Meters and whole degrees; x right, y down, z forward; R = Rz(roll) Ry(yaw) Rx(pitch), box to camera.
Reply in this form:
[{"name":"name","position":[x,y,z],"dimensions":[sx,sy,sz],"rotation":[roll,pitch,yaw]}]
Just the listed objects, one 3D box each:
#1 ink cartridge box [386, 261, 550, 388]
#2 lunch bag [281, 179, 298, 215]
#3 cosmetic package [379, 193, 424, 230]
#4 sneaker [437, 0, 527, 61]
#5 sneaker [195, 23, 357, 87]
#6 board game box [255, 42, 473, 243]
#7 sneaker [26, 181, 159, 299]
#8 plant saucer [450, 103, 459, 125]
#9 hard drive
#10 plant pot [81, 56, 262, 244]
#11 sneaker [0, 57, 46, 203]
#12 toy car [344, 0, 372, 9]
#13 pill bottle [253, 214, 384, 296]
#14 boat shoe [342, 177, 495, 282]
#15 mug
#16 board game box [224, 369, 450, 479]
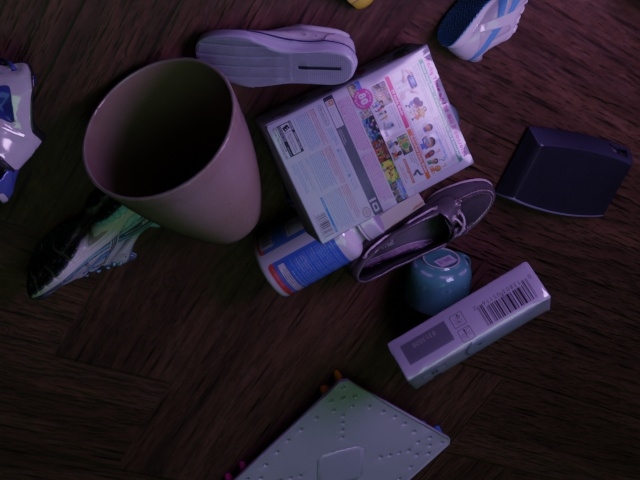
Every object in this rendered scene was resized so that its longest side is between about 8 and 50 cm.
[{"name":"ink cartridge box","position":[0.309,0.197,2.002],"dimensions":[0.308,0.091,0.385],"rotation":[-32,159,3]},{"name":"lunch bag","position":[-0.028,-0.088,1.763],"dimensions":[0.067,0.098,0.065],"rotation":[-31,127,9]},{"name":"cosmetic package","position":[0.131,-0.064,1.869],"dimensions":[0.115,0.060,0.041],"rotation":[-33,131,6]},{"name":"sneaker","position":[0.303,-0.400,1.676],"dimensions":[0.228,0.087,0.092],"rotation":[-43,136,22]},{"name":"sneaker","position":[-0.069,-0.302,1.600],"dimensions":[0.258,0.091,0.094],"rotation":[7,130,-1]},{"name":"board game box","position":[0.076,-0.167,1.676],"dimensions":[0.303,0.097,0.224],"rotation":[-27,108,-9]},{"name":"sneaker","position":[-0.381,0.018,1.701],"dimensions":[0.283,0.110,0.122],"rotation":[-40,132,11]},{"name":"plant saucer","position":[0.202,-0.199,1.819],"dimensions":[0.119,0.021,0.119],"rotation":[-11,128,-14]},{"name":"hard drive","position":[0.487,-0.127,1.962],"dimensions":[0.254,0.054,0.172],"rotation":[8,122,-26]},{"name":"plant pot","position":[-0.202,-0.112,1.610],"dimensions":[0.256,0.256,0.274],"rotation":[-31,147,3]},{"name":"sneaker","position":[-0.525,-0.224,1.464],"dimensions":[0.315,0.127,0.182],"rotation":[47,72,-21]},{"name":"toy car","position":[0.007,-0.464,1.526],"dimensions":[0.239,0.053,0.225],"rotation":[2,124,-23]},{"name":"pill bottle","position":[0.000,0.000,1.806],"dimensions":[0.221,0.124,0.124],"rotation":[-29,131,12]},{"name":"boat shoe","position":[0.196,-0.010,1.909],"dimensions":[0.335,0.095,0.112],"rotation":[-24,130,-3]},{"name":"mug","position":[0.235,0.066,1.974],"dimensions":[0.129,0.158,0.097],"rotation":[5,124,5]},{"name":"board game box","position":[0.039,0.496,2.255],"dimensions":[0.390,0.050,0.390],"rotation":[-45,128,15]}]
